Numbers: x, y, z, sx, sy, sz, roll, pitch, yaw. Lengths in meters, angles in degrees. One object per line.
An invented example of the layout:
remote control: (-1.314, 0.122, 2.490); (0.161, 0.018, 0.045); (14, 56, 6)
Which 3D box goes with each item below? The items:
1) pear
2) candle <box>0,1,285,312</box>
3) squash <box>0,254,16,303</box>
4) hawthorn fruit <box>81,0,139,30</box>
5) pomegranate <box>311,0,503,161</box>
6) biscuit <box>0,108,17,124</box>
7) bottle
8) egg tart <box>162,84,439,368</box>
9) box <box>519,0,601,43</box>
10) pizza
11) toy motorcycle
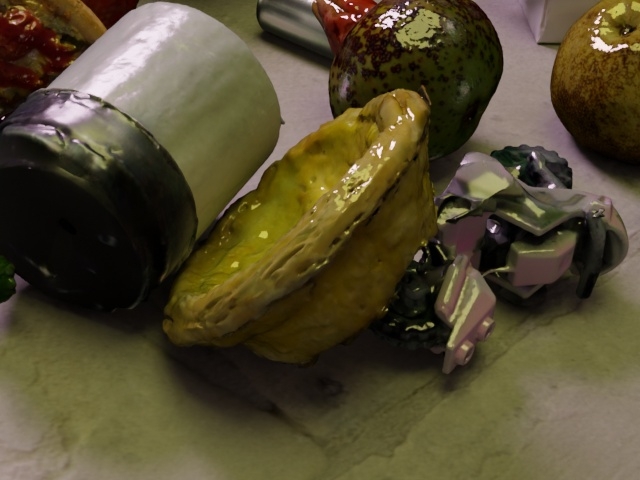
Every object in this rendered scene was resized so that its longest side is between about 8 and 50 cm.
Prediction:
pear: (0.371, -0.195, 1.877); (0.197, 0.197, 0.197); (6, 37, -4)
candle: (-0.172, -0.104, 1.583); (0.221, 0.221, 0.342); (22, 49, 17)
squash: (-0.478, 0.047, 1.452); (0.395, 0.107, 0.107); (-5, 39, -16)
hawthorn fruit: (-0.332, -0.335, 1.855); (0.275, 0.275, 0.300); (9, 34, 1)
pomegranate: (0.084, -0.208, 1.808); (0.214, 0.214, 0.248); (-27, 62, -38)
biscuit: (-0.324, -0.093, 1.659); (0.106, 0.070, 0.252); (-20, 11, 48)
bottle: (0.037, -0.249, 1.973); (0.253, 0.079, 0.096); (25, 78, 21)
egg tart: (0.000, 0.000, 1.503); (0.132, 0.345, 0.345); (44, 35, -15)
box: (0.365, -0.375, 2.173); (0.194, 0.111, 0.260); (0, 36, -8)
pizza: (-0.340, -0.196, 1.731); (0.188, 0.199, 0.062); (26, 18, -17)
toy motorcycle: (0.188, 0.016, 1.601); (0.188, 0.143, 0.327); (27, 48, 22)
